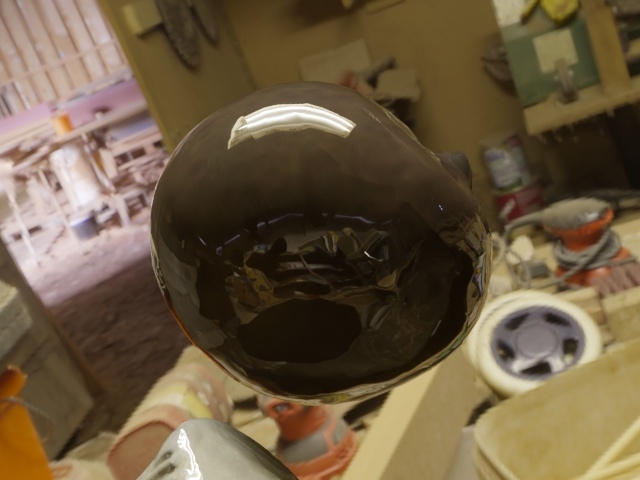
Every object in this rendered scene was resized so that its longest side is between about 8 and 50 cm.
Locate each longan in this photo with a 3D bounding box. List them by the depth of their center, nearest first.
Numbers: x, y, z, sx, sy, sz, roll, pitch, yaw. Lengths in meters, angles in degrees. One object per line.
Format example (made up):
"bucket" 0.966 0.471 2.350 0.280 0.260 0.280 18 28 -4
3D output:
"longan" -0.001 0.003 0.805 0.297 0.297 0.297 -20 18 7

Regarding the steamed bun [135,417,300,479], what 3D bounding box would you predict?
"steamed bun" -0.035 0.324 0.609 0.247 0.236 0.383 -56 28 25
